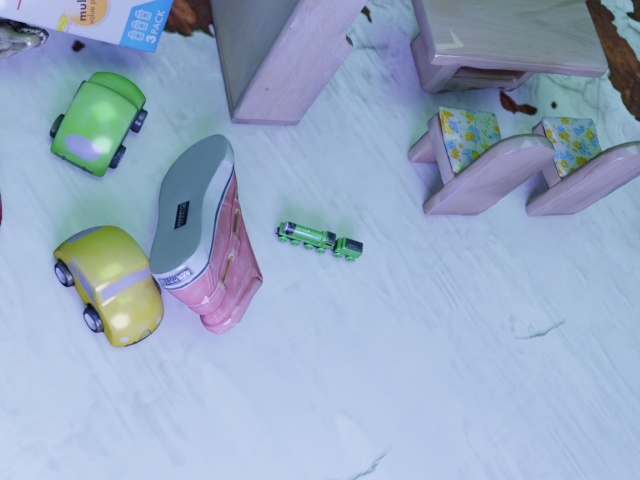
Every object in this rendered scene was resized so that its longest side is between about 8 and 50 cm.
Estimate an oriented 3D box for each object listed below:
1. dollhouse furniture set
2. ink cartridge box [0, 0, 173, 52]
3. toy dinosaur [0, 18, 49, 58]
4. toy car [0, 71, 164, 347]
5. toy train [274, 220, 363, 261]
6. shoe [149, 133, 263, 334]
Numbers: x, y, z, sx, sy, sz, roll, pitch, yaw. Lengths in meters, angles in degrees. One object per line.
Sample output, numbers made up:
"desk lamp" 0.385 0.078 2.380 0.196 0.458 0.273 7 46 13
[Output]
"dollhouse furniture set" 0.128 -0.236 0.771 0.394 0.256 0.362 -2 68 -27
"ink cartridge box" -0.209 -0.227 0.663 0.181 0.104 0.061 5 30 -38
"toy dinosaur" -0.353 -0.163 0.620 0.268 0.064 0.118 17 46 -17
"toy car" -0.200 -0.057 0.647 0.239 0.053 0.225 27 58 -12
"toy train" 0.000 0.000 0.735 0.083 0.024 0.017 17 60 -19
"shoe" -0.089 -0.008 0.678 0.081 0.064 0.178 56 23 -36
